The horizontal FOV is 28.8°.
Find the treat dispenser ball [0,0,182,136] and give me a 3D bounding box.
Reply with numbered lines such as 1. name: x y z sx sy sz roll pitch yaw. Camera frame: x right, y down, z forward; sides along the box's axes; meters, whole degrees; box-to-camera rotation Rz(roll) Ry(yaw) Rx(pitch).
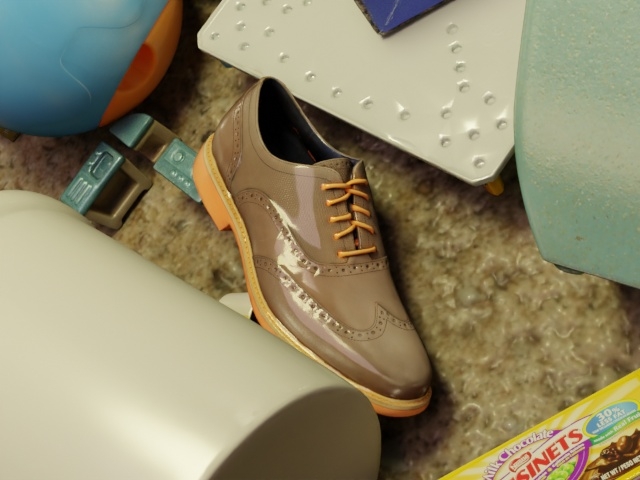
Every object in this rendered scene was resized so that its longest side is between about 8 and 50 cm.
1. treat dispenser ball: -0.293 -0.256 1.354 0.288 0.288 0.288 -11 66 25

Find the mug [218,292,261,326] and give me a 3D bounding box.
1. mug: -0.078 0.082 1.238 0.064 0.078 0.062 6 119 39

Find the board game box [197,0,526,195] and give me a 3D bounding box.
1. board game box: 0.124 -0.273 1.246 0.390 0.050 0.390 30 80 34

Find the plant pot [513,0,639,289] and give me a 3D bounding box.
1. plant pot: 0.298 -0.080 0.996 0.247 0.248 0.252 17 98 33

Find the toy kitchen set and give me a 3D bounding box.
1. toy kitchen set: -0.214 -0.027 1.322 0.166 0.122 0.207 37 92 34

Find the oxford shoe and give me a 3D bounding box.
1. oxford shoe: 0.000 0.000 1.156 0.363 0.130 0.132 54 131 26

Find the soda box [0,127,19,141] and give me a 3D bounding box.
1. soda box: -0.420 -0.203 1.543 0.061 0.058 0.181 -48 56 5

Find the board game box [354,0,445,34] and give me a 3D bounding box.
1. board game box: 0.086 -0.387 1.206 0.232 0.141 0.291 -27 56 11

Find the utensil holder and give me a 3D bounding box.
1. utensil holder: -0.186 0.176 1.091 0.385 0.327 0.327 26 85 30

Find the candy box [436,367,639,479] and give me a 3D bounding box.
1. candy box: 0.198 0.189 1.022 0.206 0.027 0.105 -30 30 4
